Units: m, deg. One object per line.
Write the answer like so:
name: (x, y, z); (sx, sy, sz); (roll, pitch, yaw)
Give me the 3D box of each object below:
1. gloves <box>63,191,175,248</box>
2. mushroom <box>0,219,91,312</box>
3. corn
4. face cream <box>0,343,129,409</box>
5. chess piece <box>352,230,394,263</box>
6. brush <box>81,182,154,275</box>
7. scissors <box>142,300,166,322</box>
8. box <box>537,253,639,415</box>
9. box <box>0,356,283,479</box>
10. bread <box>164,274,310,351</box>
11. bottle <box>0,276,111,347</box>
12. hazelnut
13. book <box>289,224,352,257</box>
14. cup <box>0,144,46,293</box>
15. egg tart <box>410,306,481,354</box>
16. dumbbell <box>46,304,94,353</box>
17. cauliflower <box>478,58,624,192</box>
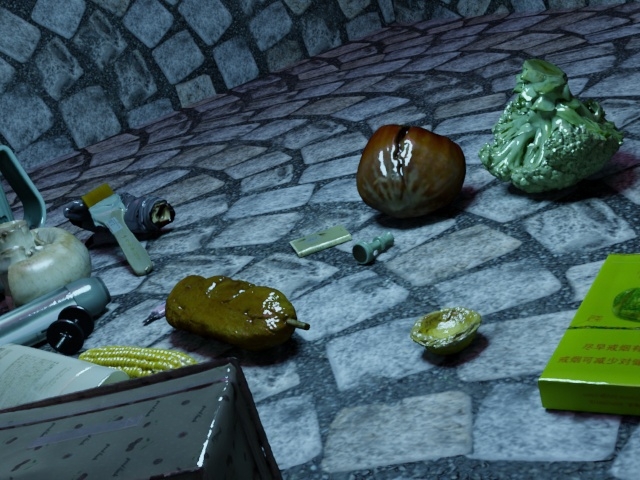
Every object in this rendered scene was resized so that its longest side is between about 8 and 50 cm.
gloves: (-0.475, -0.049, 2.134); (0.286, 0.142, 0.119); (3, -13, 20)
mushroom: (-0.566, 0.043, 1.840); (0.189, 0.195, 0.254); (-23, 24, -27)
corn: (-0.269, 0.202, 1.333); (0.244, 0.093, 0.093); (0, 25, 39)
face cream: (-0.406, 0.243, 1.313); (0.349, 0.081, 0.173); (3, 53, 42)
chess piece: (0.101, 0.009, 1.642); (0.042, 0.042, 0.093); (4, 21, 43)
brush: (-0.442, -0.026, 1.993); (0.085, 0.020, 0.336); (-30, 46, -14)
scissors: (-0.282, 0.123, 1.667); (0.039, 0.012, 0.113); (3, 27, 43)
box: (0.413, 0.105, 1.134); (0.187, 0.047, 0.335); (-2, 25, 34)
box: (-0.199, 0.281, 0.880); (0.297, 0.225, 0.190); (-13, 20, 11)
bread: (-0.132, 0.122, 1.458); (0.344, 0.084, 0.124); (7, 53, 47)
bottle: (-0.519, 0.149, 1.700); (0.254, 0.079, 0.096); (-28, -15, -25)
hazelnut: (0.174, -0.135, 1.764); (0.212, 0.181, 0.181); (4, 7, 22)
book: (0.000, -0.001, 1.774); (0.111, 0.014, 0.077); (-19, 20, -8)
cup: (-0.840, -0.062, 2.066); (0.310, 0.392, 0.401); (-9, 16, 4)
egg tart: (0.177, 0.129, 1.260); (0.105, 0.039, 0.105); (-15, 20, 5)
dumbbell: (-0.445, 0.159, 1.617); (0.069, 0.069, 0.147); (-13, 20, 9)
cauliflower: (0.430, -0.226, 1.699); (0.275, 0.250, 0.272); (11, 35, 43)
